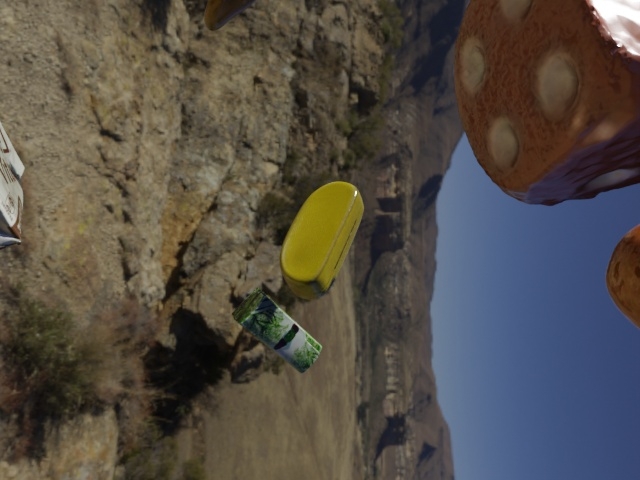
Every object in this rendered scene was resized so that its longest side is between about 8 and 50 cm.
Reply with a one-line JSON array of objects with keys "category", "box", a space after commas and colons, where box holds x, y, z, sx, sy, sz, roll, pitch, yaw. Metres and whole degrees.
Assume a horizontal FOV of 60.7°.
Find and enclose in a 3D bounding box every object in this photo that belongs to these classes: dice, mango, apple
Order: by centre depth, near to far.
[{"category": "dice", "box": [0.219, -0.133, 0.427, 0.179, 0.175, 0.173, 118, -40, -65]}, {"category": "apple", "box": [0.541, 0.065, 0.802, 0.234, 0.210, 0.173, 50, -11, -4]}, {"category": "mango", "box": [-0.228, -0.612, 1.380, 0.085, 0.184, 0.102, 49, 1, 2]}]

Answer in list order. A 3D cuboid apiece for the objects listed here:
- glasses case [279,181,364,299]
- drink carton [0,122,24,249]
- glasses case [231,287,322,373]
[{"category": "glasses case", "box": [0.000, 0.000, 1.621, 0.371, 0.174, 0.141, -65, 152, -27]}, {"category": "drink carton", "box": [-0.557, -0.119, 0.836, 0.324, 0.132, 0.194, 47, -26, 52]}, {"category": "glasses case", "box": [-0.102, 0.234, 1.383, 0.272, 0.095, 0.062, 48, -7, -39]}]
